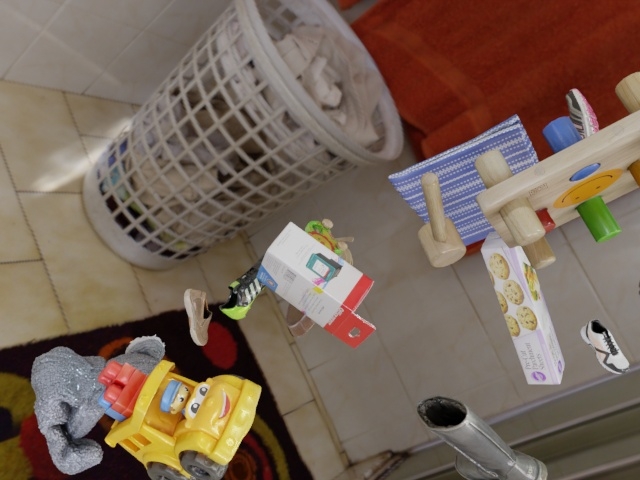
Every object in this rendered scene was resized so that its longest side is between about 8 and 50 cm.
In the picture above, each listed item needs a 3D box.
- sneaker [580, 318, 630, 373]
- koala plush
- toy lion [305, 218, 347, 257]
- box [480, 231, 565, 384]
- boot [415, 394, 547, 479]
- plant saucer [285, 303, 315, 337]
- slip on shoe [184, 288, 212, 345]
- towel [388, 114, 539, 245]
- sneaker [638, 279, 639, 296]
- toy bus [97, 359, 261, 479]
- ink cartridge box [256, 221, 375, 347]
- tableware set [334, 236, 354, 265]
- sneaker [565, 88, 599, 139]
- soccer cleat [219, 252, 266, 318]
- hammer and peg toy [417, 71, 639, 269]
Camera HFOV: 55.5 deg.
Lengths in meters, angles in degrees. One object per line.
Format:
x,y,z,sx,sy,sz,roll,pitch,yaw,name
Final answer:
0.505,0.187,1.078,0.044,0.040,0.109,88,-24,-49,sneaker
-0.375,0.265,1.086,0.196,0.221,0.203,-116,-162,-51,koala plush
0.000,0.000,1.214,0.096,0.034,0.100,3,45,-44,toy lion
0.384,0.130,1.142,0.063,0.067,0.324,-49,123,-46,box
0.220,0.310,0.935,0.208,0.189,0.076,32,61,-23,boot
-0.037,0.152,1.473,0.029,0.168,0.168,30,37,-19,plant saucer
-0.235,0.153,1.206,0.051,0.041,0.135,-84,170,-61,slip on shoe
0.301,-0.093,1.151,0.336,0.243,0.040,38,35,-52,towel
0.741,0.161,1.194,0.105,0.115,0.281,80,4,-47,sneaker
-0.224,0.246,0.893,0.211,0.220,0.149,40,46,-15,toy bus
0.004,0.085,1.104,0.231,0.134,0.078,36,61,3,ink cartridge box
-0.004,0.057,1.379,0.039,0.194,0.128,38,60,-45,tableware set
0.444,-0.179,1.058,0.063,0.074,0.170,3,72,-53,sneaker
-0.173,0.104,1.447,0.072,0.179,0.060,34,-5,-40,soccer cleat
0.295,-0.051,0.804,0.266,0.361,0.127,27,38,-63,hammer and peg toy
